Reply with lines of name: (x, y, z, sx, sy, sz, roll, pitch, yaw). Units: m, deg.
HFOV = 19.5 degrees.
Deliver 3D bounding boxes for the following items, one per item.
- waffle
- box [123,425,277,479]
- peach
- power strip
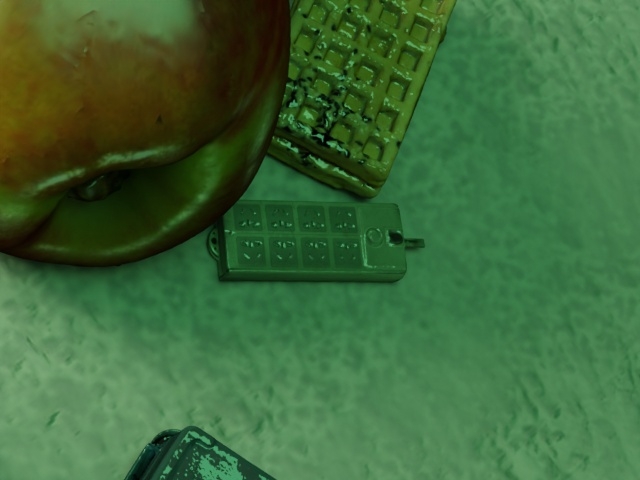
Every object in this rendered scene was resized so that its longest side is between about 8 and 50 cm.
waffle: (0.017, -0.108, 1.148, 0.102, 0.042, 0.148, 27, 64, -8)
box: (-0.059, 0.148, 1.015, 0.099, 0.054, 0.074, 34, 61, -4)
peach: (-0.138, -0.137, 1.029, 0.248, 0.245, 0.275, 3, 55, -48)
power strip: (0.000, 0.000, 1.113, 0.136, 0.019, 0.051, 2, 68, -19)
